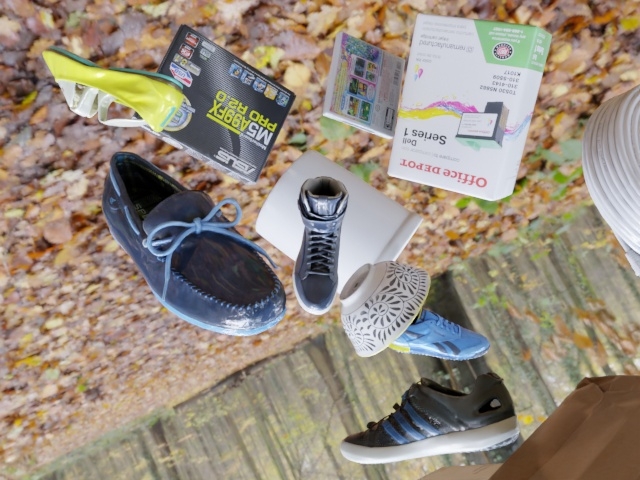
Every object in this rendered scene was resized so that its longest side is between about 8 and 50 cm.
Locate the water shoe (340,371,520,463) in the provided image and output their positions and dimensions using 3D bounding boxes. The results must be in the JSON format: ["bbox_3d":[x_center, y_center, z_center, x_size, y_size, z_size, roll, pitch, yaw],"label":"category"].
[{"bbox_3d":[0.111,0.192,0.634,0.203,0.080,0.073,-18,163,26],"label":"water shoe"}]

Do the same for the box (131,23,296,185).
[{"bbox_3d":[-0.210,-0.267,1.174,0.060,0.270,0.216,-1,-117,65],"label":"box"}]

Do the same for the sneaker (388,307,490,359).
[{"bbox_3d":[0.230,0.179,1.136,0.209,0.082,0.069,6,-159,4],"label":"sneaker"}]

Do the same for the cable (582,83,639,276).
[{"bbox_3d":[0.460,-0.090,0.746,0.257,0.257,0.089,-30,170,-23],"label":"cable"}]

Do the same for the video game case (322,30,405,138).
[{"bbox_3d":[0.080,-0.277,1.042,0.143,0.157,0.019,14,170,-26],"label":"video game case"}]

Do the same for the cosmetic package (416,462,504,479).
[{"bbox_3d":[0.425,0.672,1.551,0.309,0.113,0.160,-25,163,40],"label":"cosmetic package"}]

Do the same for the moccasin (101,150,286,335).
[{"bbox_3d":[-0.180,-0.007,0.714,0.138,0.342,0.116,-32,139,-39],"label":"moccasin"}]

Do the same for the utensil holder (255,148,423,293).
[{"bbox_3d":[0.052,-0.040,1.703,0.327,0.385,0.327,-53,173,-10],"label":"utensil holder"}]

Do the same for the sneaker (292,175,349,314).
[{"bbox_3d":[-0.002,-0.001,0.989,0.086,0.226,0.163,4,156,-1],"label":"sneaker"}]

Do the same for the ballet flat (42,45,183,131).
[{"bbox_3d":[-0.278,-0.190,0.742,0.077,0.231,0.077,18,91,-68],"label":"ballet flat"}]

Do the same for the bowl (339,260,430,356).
[{"bbox_3d":[0.082,0.088,0.900,0.170,0.080,0.170,-48,-168,14],"label":"bowl"}]

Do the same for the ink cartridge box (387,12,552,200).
[{"bbox_3d":[0.248,-0.225,0.991,0.201,0.278,0.117,18,-161,27],"label":"ink cartridge box"}]

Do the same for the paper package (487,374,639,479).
[{"bbox_3d":[0.267,0.323,0.463,0.309,0.324,0.168,-25,179,-35],"label":"paper package"}]
